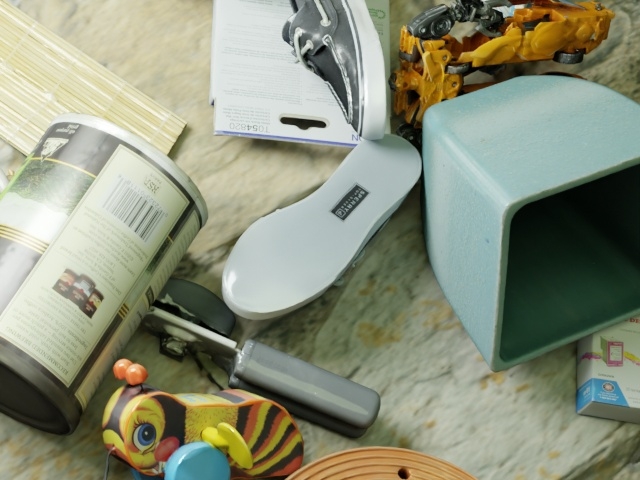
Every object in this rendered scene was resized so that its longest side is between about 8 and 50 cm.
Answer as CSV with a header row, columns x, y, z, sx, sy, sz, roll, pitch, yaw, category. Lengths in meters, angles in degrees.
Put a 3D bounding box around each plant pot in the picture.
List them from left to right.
x,y,z,sx,sy,sz,roll,pitch,yaw,category
0.239,-0.053,1.661,0.247,0.248,0.252,-19,44,-19,plant pot

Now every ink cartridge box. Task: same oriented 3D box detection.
x,y,z,sx,sy,sz,roll,pitch,yaw,category
-0.024,-0.206,1.783,0.223,0.045,0.224,6,64,-10,ink cartridge box
0.348,0.143,1.700,0.088,0.052,0.122,9,63,-8,ink cartridge box

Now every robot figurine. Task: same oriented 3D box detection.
x,y,z,sx,sy,sz,roll,pitch,yaw,category
0.210,-0.207,1.768,0.291,0.211,0.085,-7,30,-21,robot figurine

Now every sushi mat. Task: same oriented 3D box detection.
x,y,z,sx,sy,sz,roll,pitch,yaw,category
-0.322,-0.168,1.715,0.316,0.019,0.151,34,62,4,sushi mat

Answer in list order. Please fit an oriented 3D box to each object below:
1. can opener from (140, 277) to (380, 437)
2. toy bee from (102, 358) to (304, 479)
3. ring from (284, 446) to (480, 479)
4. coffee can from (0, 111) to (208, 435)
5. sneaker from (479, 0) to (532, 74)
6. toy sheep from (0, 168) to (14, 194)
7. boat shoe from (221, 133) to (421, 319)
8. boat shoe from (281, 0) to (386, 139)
x,y,z,sx,sy,sz,roll,pitch,yaw,category
-0.064,0.121,1.607,0.283,0.076,0.095,23,64,-3,can opener
-0.147,0.194,1.474,0.298,0.195,0.162,-21,112,-54,toy bee
0.078,0.367,1.497,0.336,0.032,0.337,7,55,-9,ring
-0.270,0.034,1.522,0.201,0.201,0.275,30,66,2,coffee can
0.224,-0.293,1.876,0.083,0.071,0.191,18,60,13,sneaker
-0.379,-0.037,1.603,0.132,0.091,0.091,-25,73,-21,toy sheep
-0.003,-0.003,1.663,0.113,0.105,0.306,35,57,9,boat shoe
0.006,-0.240,1.718,0.102,0.108,0.301,-8,60,-10,boat shoe
